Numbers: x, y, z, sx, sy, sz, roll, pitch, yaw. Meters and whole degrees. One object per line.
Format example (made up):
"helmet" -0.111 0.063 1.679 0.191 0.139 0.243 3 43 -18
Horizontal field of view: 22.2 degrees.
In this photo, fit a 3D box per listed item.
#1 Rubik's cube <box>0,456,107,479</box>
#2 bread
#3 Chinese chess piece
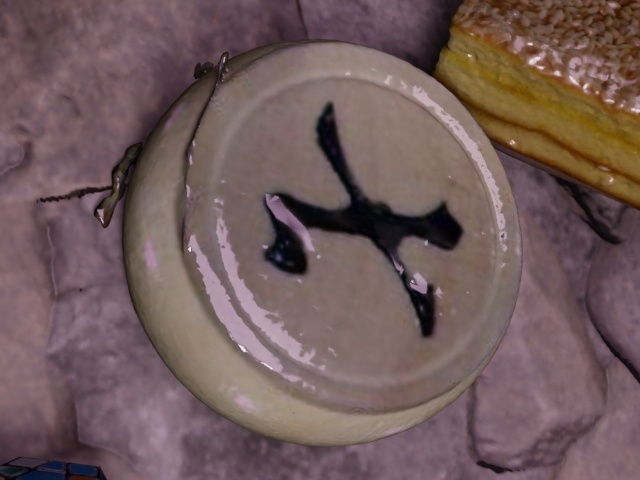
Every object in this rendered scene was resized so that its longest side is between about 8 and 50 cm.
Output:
"Rubik's cube" -0.136 0.158 0.790 0.093 0.111 0.111 37 59 19
"bread" 0.205 -0.112 0.995 0.234 0.110 0.184 25 59 9
"Chinese chess piece" 0.000 0.000 0.903 0.237 0.092 0.238 7 73 -24
